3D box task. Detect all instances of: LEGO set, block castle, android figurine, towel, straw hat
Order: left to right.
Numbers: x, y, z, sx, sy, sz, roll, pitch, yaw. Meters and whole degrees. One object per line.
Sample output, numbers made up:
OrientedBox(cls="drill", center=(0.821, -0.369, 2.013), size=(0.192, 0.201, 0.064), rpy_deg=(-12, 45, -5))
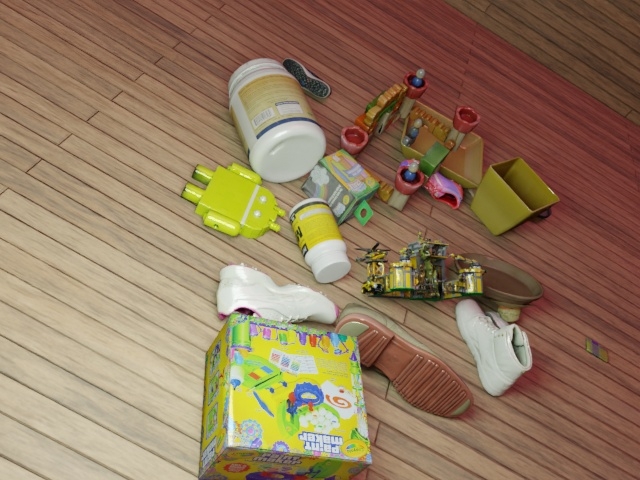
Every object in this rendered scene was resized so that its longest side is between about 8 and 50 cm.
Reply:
OrientedBox(cls="android figurine", center=(-0.224, -0.104, 1.622), size=(0.272, 0.056, 0.248), rpy_deg=(26, 43, -8))
OrientedBox(cls="block castle", center=(0.281, -0.341, 1.956), size=(0.303, 0.213, 0.453), rpy_deg=(37, 57, 12))
OrientedBox(cls="LEGO set", center=(0.270, 0.053, 1.644), size=(0.331, 0.255, 0.192), rpy_deg=(3, 77, -16))
OrientedBox(cls="straw hat", center=(0.567, 0.213, 1.832), size=(0.144, 0.144, 0.061), rpy_deg=(7, 92, -28))
OrientedBox(cls="towel", center=(0.887, 0.351, 1.956), size=(0.083, 0.009, 0.060), rpy_deg=(30, 43, -5))

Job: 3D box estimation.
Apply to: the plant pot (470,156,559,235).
OrientedBox(cls="plant pot", center=(0.652, -0.137, 2.116), size=(0.212, 0.187, 0.212), rpy_deg=(-18, 64, -43))

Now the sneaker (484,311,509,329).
OrientedBox(cls="sneaker", center=(0.535, 0.267, 1.774), size=(0.061, 0.054, 0.152), rpy_deg=(-4, 54, -38))

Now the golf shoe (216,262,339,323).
OrientedBox(cls="golf shoe", center=(-0.104, 0.162, 1.434), size=(0.306, 0.115, 0.140), rpy_deg=(19, 60, -14))

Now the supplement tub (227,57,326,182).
OrientedBox(cls="supplement tub", center=(-0.135, -0.352, 1.773), size=(0.228, 0.228, 0.316), rpy_deg=(-1, 54, -34))

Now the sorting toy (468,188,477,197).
OrientedBox(cls="sorting toy", center=(0.564, -0.187, 2.235), size=(0.062, 0.012, 0.083), rpy_deg=(-8, 60, -32))

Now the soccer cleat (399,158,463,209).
OrientedBox(cls="soccer cleat", center=(0.378, -0.194, 2.075), size=(0.248, 0.083, 0.095), rpy_deg=(28, 47, -12))

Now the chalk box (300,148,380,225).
OrientedBox(cls="chalk box", center=(0.075, -0.140, 1.790), size=(0.213, 0.132, 0.132), rpy_deg=(46, 43, 10))

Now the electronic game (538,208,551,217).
OrientedBox(cls="electronic game", center=(0.786, -0.169, 2.334), size=(0.229, 0.048, 0.229), rpy_deg=(22, 36, -17))

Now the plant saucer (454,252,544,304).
OrientedBox(cls="plant saucer", center=(0.535, 0.117, 1.849), size=(0.277, 0.041, 0.278), rpy_deg=(15, 22, -6))

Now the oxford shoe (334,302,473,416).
OrientedBox(cls="oxford shoe", center=(0.214, 0.280, 1.498), size=(0.397, 0.140, 0.146), rpy_deg=(39, 21, -9))

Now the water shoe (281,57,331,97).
OrientedBox(cls="water shoe", center=(-0.051, -0.568, 2.159), size=(0.203, 0.073, 0.080), rpy_deg=(38, 15, 4))

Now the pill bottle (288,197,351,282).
OrientedBox(cls="pill bottle", center=(0.000, 0.000, 1.622), size=(0.119, 0.119, 0.209), rpy_deg=(0, 52, -33))

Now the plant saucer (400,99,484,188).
OrientedBox(cls="plant saucer", center=(0.438, -0.341, 2.244), size=(0.332, 0.081, 0.333), rpy_deg=(27, 43, -8))

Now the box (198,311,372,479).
OrientedBox(cls="box", center=(-0.075, 0.329, 1.231), size=(0.289, 0.177, 0.279), rpy_deg=(15, 45, -22))

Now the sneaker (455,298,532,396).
OrientedBox(cls="sneaker", center=(0.481, 0.254, 1.666), size=(0.108, 0.169, 0.293), rpy_deg=(5, 49, -27))
